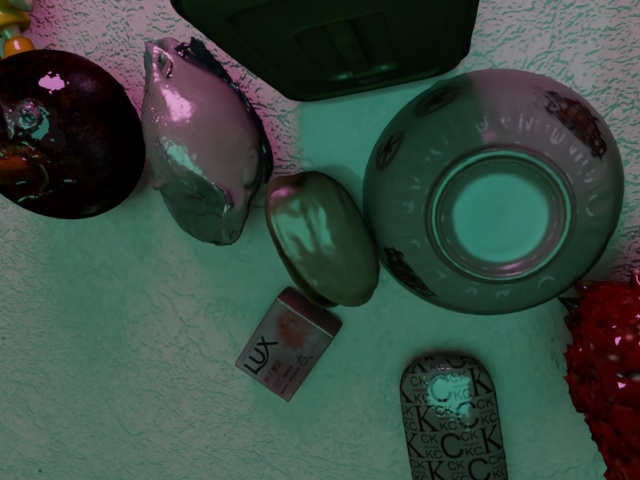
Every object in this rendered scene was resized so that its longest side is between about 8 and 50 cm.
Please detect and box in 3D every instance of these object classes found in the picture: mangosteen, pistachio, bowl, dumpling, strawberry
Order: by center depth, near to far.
[{"bbox_3d":[0.419,0.172,0.438,0.292,0.343,0.292,-4,133,-4],"label":"strawberry"},{"bbox_3d":[0.207,-0.041,0.551,0.337,0.157,0.337,3,103,13],"label":"bowl"},{"bbox_3d":[-0.366,-0.126,0.615,0.235,0.261,0.235,2,123,4],"label":"mangosteen"},{"bbox_3d":[0.000,0.000,0.628,0.129,0.131,0.206,-12,105,60],"label":"pistachio"},{"bbox_3d":[-0.164,-0.131,0.639,0.163,0.204,0.293,-23,84,-14],"label":"dumpling"}]

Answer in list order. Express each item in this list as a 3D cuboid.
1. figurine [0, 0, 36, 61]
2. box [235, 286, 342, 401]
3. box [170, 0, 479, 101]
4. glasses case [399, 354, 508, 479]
[{"bbox_3d":[-0.513,-0.407,0.640,0.215,0.187,0.344,-8,107,7],"label":"figurine"},{"bbox_3d":[-0.051,0.161,0.715,0.111,0.060,0.156,33,108,6],"label":"box"},{"bbox_3d":[0.020,-0.276,0.467,0.252,0.328,0.178,-8,89,14],"label":"box"},{"bbox_3d":[0.204,0.338,0.676,0.137,0.085,0.355,-8,101,15],"label":"glasses case"}]
